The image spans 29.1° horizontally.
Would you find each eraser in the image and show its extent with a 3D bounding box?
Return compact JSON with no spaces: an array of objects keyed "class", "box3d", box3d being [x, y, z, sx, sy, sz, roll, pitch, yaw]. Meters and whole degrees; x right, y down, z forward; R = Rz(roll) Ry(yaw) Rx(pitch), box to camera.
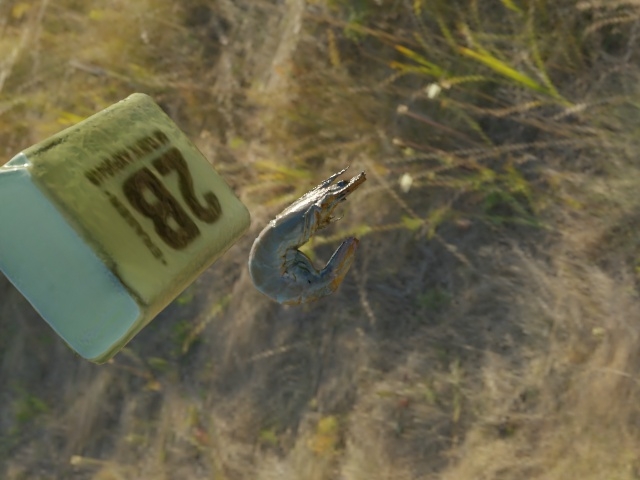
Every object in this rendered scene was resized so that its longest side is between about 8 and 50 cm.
[{"class":"eraser","box3d":[-0.117,-0.013,0.724,0.058,0.117,0.172,-38,4,26]}]

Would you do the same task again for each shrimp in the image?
[{"class":"shrimp","box3d":[-0.002,-0.001,1.248,0.162,0.045,0.095,-42,64,1]}]
